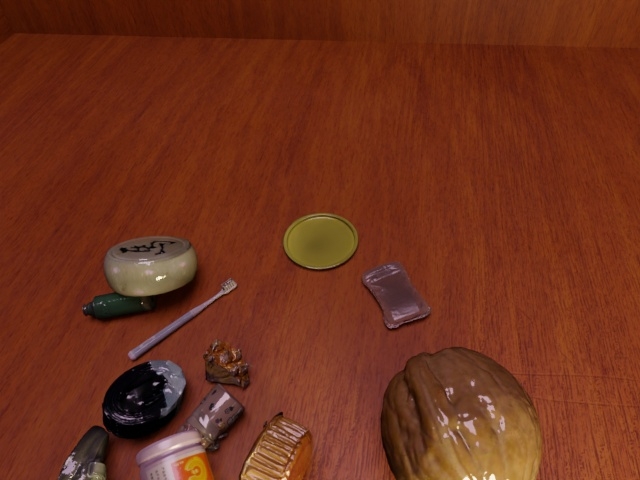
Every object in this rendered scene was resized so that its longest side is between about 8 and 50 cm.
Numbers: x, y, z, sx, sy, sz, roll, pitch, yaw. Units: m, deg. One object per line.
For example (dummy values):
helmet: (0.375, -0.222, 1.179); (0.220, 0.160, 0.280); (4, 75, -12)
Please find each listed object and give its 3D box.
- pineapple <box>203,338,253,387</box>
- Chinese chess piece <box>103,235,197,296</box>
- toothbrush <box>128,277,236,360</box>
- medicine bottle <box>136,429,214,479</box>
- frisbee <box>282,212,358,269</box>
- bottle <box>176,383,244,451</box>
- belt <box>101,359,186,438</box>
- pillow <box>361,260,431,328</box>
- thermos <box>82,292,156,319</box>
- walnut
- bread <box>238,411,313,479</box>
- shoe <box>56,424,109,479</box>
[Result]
pineapple: (-0.237, 0.315, 1.156); (0.137, 0.116, 0.069); (48, 31, -8)
Chinese chess piece: (-0.476, 0.065, 1.327); (0.250, 0.101, 0.250); (-1, 19, 0)
toothbrush: (-0.372, 0.213, 1.293); (0.342, 0.030, 0.025); (-37, 51, -23)
medicine bottle: (-0.264, 0.515, 0.913); (0.133, 0.133, 0.250); (-19, 65, -12)
frisbee: (0.000, 0.000, 1.463); (0.235, 0.017, 0.236); (-2, 48, 2)
bottle: (-0.252, 0.413, 1.069); (0.099, 0.099, 0.152); (30, 66, 28)
belt: (-0.404, 0.367, 1.099); (0.151, 0.078, 0.198); (32, 39, 21)
pillow: (0.207, 0.144, 1.308); (0.135, 0.034, 0.211); (-20, 48, -8)
thermos: (-0.565, 0.172, 1.316); (0.187, 0.073, 0.083); (-11, 50, -5)
walnut: (0.269, 0.369, 0.939); (0.332, 0.333, 0.333); (-2, 48, 3)
bread: (-0.085, 0.458, 0.943); (0.104, 0.199, 0.199); (21, 53, 17)
shoe: (-0.473, 0.542, 0.968); (0.149, 0.109, 0.293); (12, 48, 2)
